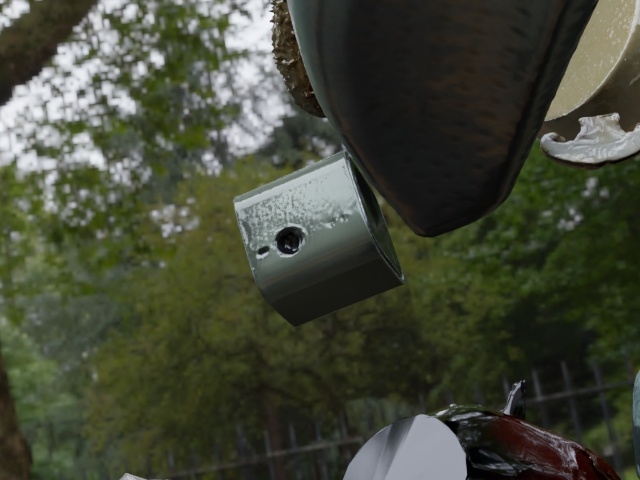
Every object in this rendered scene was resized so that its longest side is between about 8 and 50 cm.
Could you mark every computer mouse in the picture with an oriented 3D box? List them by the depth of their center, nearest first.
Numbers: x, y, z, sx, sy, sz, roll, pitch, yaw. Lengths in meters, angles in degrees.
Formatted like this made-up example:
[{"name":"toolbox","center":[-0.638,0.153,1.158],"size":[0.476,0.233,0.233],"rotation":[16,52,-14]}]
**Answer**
[{"name":"computer mouse","center":[0.045,-0.137,0.418],"size":[0.122,0.188,0.371],"rotation":[10,-23,6]}]

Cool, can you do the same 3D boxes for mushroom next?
[{"name":"mushroom","center":[0.242,-0.085,1.037],"size":[0.101,0.049,0.019],"rotation":[-5,-17,9]}]

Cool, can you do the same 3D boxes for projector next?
[{"name":"projector","center":[0.000,0.000,0.791],"size":[0.082,0.083,0.083],"rotation":[-23,-29,10]}]

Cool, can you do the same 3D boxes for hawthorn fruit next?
[{"name":"hawthorn fruit","center":[0.131,0.286,1.021],"size":[0.316,0.316,0.316],"rotation":[-9,-13,-2]}]

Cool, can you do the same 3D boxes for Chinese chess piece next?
[{"name":"Chinese chess piece","center":[0.385,-0.253,1.677],"size":[0.102,0.273,0.273],"rotation":[26,-31,-28]}]

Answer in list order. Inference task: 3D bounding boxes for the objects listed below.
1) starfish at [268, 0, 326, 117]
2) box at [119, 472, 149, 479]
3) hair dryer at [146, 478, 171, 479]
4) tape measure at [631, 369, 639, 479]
[{"name":"starfish","center":[-0.006,-0.252,0.843],"size":[0.312,0.303,0.113],"rotation":[-30,-13,39]},{"name":"box","center":[-0.229,0.360,1.206],"size":[0.252,0.106,0.203],"rotation":[-45,12,-20]},{"name":"hair dryer","center":[-0.123,0.182,0.743],"size":[0.079,0.031,0.083],"rotation":[-5,33,31]},{"name":"tape measure","center":[0.437,0.182,1.144],"size":[0.275,0.147,0.256],"rotation":[-3,1,-31]}]
